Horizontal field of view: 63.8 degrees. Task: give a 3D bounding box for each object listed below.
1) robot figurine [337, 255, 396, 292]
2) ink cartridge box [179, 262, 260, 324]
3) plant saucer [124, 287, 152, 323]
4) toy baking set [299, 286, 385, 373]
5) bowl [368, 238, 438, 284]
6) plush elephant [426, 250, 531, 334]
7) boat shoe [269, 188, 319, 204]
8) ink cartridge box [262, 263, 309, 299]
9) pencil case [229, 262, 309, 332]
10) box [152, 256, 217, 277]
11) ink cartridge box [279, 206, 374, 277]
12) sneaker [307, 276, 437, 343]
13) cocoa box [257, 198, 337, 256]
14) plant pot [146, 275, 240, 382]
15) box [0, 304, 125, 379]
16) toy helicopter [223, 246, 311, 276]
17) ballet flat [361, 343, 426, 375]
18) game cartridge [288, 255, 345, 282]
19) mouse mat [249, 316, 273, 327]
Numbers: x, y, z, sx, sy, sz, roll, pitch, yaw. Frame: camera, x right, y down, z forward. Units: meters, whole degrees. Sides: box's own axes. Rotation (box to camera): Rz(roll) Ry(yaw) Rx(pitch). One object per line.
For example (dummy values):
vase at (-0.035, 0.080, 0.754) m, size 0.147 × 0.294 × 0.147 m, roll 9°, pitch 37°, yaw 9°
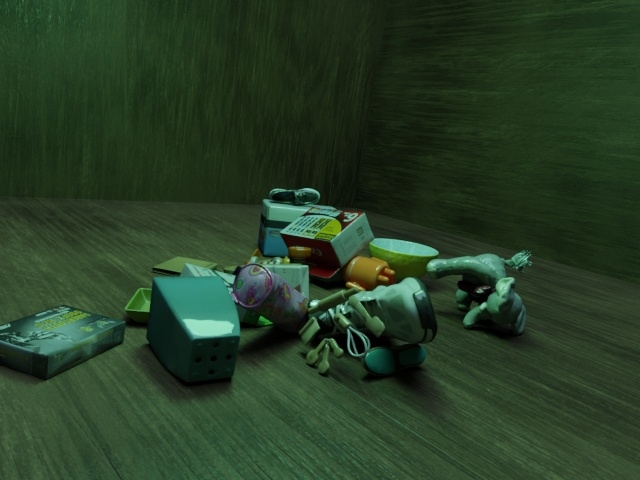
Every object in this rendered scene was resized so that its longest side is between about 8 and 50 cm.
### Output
robot figurine at (0.174, 0.130, 1.929) m, size 0.220 × 0.157 × 0.128 m, roll 17°, pitch -8°, yaw 37°
ink cartridge box at (-0.278, 0.148, 1.421) m, size 0.209 × 0.086 × 0.153 m, roll 18°, pitch 9°, yaw -35°
plant saucer at (-0.422, 0.187, 1.408) m, size 0.189 × 0.045 × 0.188 m, roll 6°, pitch 11°, yaw -9°
toy baking set at (0.049, 0.208, 1.224) m, size 0.030 × 0.256 × 0.196 m, roll 30°, pitch 40°, yaw -38°
bowl at (0.332, 0.098, 2.126) m, size 0.290 × 0.155 × 0.289 m, roll 7°, pitch 11°, yaw -1°
plush elephant at (0.555, 0.187, 1.697) m, size 0.330 × 0.271 × 0.255 m, roll -21°, pitch 39°, yaw 25°
boat shoe at (-0.116, -0.196, 2.316) m, size 0.229 × 0.080 × 0.076 m, roll 6°, pitch 17°, yaw -5°
ink cartridge box at (-0.139, 0.135, 1.616) m, size 0.198 × 0.115 × 0.067 m, roll 0°, pitch 2°, yaw 23°
pencil case at (-0.123, 0.153, 1.328) m, size 0.124 × 0.124 × 0.284 m, roll 13°, pitch -16°, yaw 26°
box at (-0.490, 0.099, 1.874) m, size 0.165 × 0.021 × 0.201 m, roll 10°, pitch 11°, yaw 9°
ink cartridge box at (0.000, 0.000, 2.009) m, size 0.310 × 0.130 × 0.272 m, roll 9°, pitch 41°, yaw 48°
sneaker at (0.111, 0.208, 1.314) m, size 0.258 × 0.168 × 0.447 m, roll -13°, pitch -5°, yaw -13°
cocoa box at (-0.097, -0.047, 2.367) m, size 0.348 × 0.227 × 0.231 m, roll 5°, pitch 11°, yaw -15°
plant pot at (-0.274, 0.202, 1.152) m, size 0.166 × 0.165 × 0.234 m, roll 1°, pitch 19°, yaw -31°
box at (-0.580, 0.213, 1.126) m, size 0.183 × 0.056 × 0.231 m, roll 11°, pitch 12°, yaw 17°
toy helicopter at (-0.210, 0.093, 1.811) m, size 0.235 × 0.140 × 0.355 m, roll 8°, pitch 8°, yaw 36°
ballet flat at (0.170, 0.296, 1.274) m, size 0.206 × 0.072 × 0.067 m, roll 4°, pitch -15°, yaw -34°
game cartridge at (0.005, 0.108, 2.112) m, size 0.198 × 0.062 × 0.297 m, roll -6°, pitch 17°, yaw -37°
mouse mat at (-0.192, 0.216, 1.531) m, size 0.153 × 0.007 × 0.190 m, roll -2°, pitch 16°, yaw -44°
